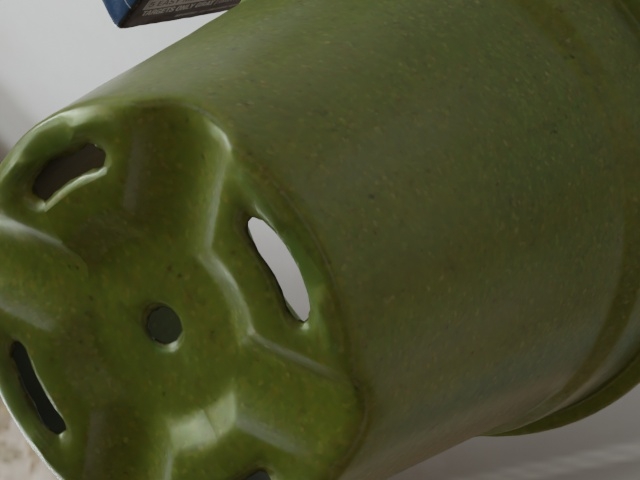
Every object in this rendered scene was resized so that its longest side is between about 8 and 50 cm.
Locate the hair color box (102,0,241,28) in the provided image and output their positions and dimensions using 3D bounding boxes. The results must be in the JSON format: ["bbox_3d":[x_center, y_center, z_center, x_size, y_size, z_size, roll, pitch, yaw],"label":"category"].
[{"bbox_3d":[-0.006,-0.265,0.994,0.174,0.105,0.347,-18,-15,-36],"label":"hair color box"}]

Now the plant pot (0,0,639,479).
[{"bbox_3d":[0.000,0.000,0.730,0.276,0.254,0.276,11,-69,29],"label":"plant pot"}]
